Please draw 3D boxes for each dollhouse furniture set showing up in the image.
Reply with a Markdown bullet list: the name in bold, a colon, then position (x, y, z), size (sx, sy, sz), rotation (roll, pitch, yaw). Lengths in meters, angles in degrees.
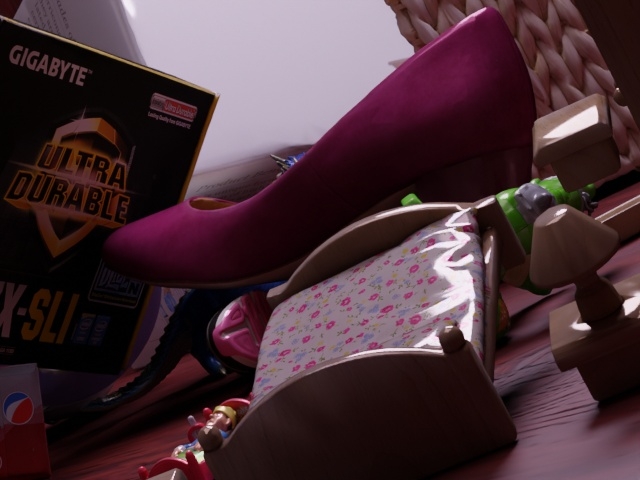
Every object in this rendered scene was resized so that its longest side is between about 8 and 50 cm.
- **dollhouse furniture set**: position (0.032, -0.030, 0.996), size (0.355, 0.174, 0.303), rotation (-24, 20, 16)
- **dollhouse furniture set**: position (0.209, -0.049, 1.278), size (0.114, 0.081, 0.091), rotation (-27, 4, -12)

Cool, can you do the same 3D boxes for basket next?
- **basket**: position (0.207, -0.216, 1.685), size (0.266, 0.328, 0.331), rotation (-28, 4, 9)

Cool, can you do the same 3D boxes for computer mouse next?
- **computer mouse**: position (-0.239, 0.151, 1.808), size (0.106, 0.042, 0.193), rotation (-29, 7, 42)

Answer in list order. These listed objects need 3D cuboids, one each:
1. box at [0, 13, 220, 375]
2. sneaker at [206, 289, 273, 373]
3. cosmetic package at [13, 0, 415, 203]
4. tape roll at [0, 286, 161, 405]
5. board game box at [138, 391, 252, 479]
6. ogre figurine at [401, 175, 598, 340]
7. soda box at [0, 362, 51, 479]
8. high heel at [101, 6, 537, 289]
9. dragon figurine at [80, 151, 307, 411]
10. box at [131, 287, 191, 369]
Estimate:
- **box**: position (-0.224, -0.033, 1.539), size (0.079, 0.257, 0.322), rotation (22, 3, 27)
- **sneaker**: position (-0.055, 0.073, 1.509), size (0.074, 0.063, 0.170), rotation (-24, 0, 20)
- **cosmetic package**: position (-0.120, -0.167, 2.164), size (0.329, 0.327, 0.394), rotation (-15, -16, -28)
- **tape roll**: position (-0.239, 0.043, 1.726), size (0.189, 0.189, 0.080), rotation (-28, 27, -26)
- **board game box**: position (-0.069, 0.122, 1.178), size (0.133, 0.033, 0.168), rotation (-26, 4, -7)
- **ogre figurine**: position (0.076, 0.018, 1.179), size (0.197, 0.097, 0.118), rotation (-14, -6, 5)
- **soda box**: position (-0.304, 0.161, 1.587), size (0.083, 0.092, 0.263), rotation (-4, -8, -29)
- **high heel**: position (-0.009, -0.061, 1.475), size (0.377, 0.181, 0.127), rotation (-5, 2, 26)
- **dragon figurine**: position (-0.083, 0.030, 1.627), size (0.289, 0.144, 0.085), rotation (-25, 4, 12)
- **box**: position (-0.113, 0.041, 1.939), size (0.114, 0.103, 0.203), rotation (-30, 6, -40)
